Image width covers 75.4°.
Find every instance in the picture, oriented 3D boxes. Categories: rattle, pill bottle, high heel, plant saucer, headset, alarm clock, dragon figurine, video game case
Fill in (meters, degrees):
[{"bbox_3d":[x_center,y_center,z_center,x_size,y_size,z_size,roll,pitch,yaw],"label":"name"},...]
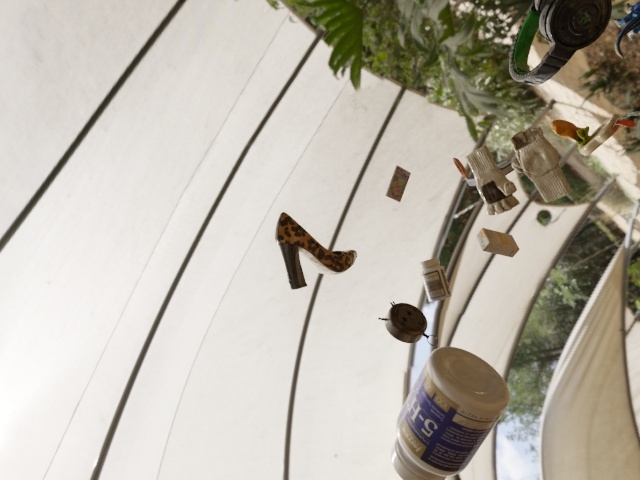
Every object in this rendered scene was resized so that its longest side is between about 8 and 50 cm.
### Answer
[{"bbox_3d":[0.726,-0.317,1.099,0.143,0.130,0.199,58,-167,11],"label":"rattle"},{"bbox_3d":[0.381,0.130,1.385,0.078,0.078,0.137,1,-107,-58],"label":"pill bottle"},{"bbox_3d":[0.000,0.000,1.059,0.261,0.093,0.186,-18,-83,-45],"label":"high heel"},{"bbox_3d":[0.170,0.254,0.580,0.111,0.187,0.112,15,-156,-7],"label":"pill bottle"},{"bbox_3d":[0.458,-0.235,1.348,0.083,0.013,0.083,52,-165,-19],"label":"plant saucer"},{"bbox_3d":[0.595,-0.539,0.945,0.185,0.394,0.244,13,-122,-6],"label":"headset"},{"bbox_3d":[0.288,0.267,1.307,0.192,0.064,0.129,35,-138,17],"label":"alarm clock"},{"bbox_3d":[0.910,-0.638,1.137,0.085,0.289,0.144,45,162,-4],"label":"dragon figurine"},{"bbox_3d":[0.296,-0.214,1.576,0.087,0.122,0.011,17,-175,-41],"label":"video game case"}]

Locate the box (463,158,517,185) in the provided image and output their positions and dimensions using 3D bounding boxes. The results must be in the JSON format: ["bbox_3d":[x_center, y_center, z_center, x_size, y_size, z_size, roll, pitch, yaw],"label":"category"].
[{"bbox_3d":[0.676,-0.268,1.648,0.037,0.136,0.225,58,178,-9],"label":"box"}]

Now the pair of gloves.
[{"bbox_3d":[0.526,-0.181,1.125,0.042,0.240,0.204,-31,-81,-37],"label":"pair of gloves"}]

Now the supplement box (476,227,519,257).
[{"bbox_3d":[0.491,0.006,1.150,0.098,0.036,0.062,13,-139,-12],"label":"supplement box"}]
